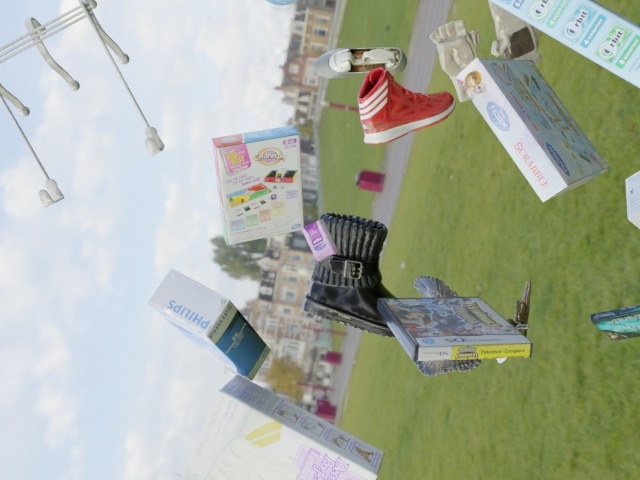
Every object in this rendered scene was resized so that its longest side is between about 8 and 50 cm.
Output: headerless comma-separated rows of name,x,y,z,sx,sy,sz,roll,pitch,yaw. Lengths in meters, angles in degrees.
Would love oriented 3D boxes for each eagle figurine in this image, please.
eagle figurine,0.367,0.221,1.704,0.225,0.298,0.226,75,-156,-46

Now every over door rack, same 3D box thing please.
over door rack,-0.449,-0.250,1.238,0.324,0.239,0.108,64,-174,1

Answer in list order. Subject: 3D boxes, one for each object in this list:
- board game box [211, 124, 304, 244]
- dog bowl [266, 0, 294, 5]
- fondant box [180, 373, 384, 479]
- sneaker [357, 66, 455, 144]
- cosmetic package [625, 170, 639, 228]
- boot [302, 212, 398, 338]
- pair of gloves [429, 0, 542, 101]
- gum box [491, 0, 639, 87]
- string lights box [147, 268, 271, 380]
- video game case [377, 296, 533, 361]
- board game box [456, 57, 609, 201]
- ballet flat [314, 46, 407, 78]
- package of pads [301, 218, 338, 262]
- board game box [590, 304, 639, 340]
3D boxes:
board game box,-0.172,-0.156,1.949,0.064,0.242,0.317,-123,26,-53
dog bowl,-0.050,-0.638,1.402,0.165,0.074,0.298,3,-77,-43
fondant box,-0.078,0.441,1.292,0.238,0.330,0.096,-66,-8,13
sneaker,0.163,-0.273,1.278,0.221,0.087,0.128,-31,-64,-31
cosmetic package,1.000,-0.117,1.978,0.151,0.151,0.184,-40,22,43
boot,0.138,0.088,1.666,0.131,0.347,0.260,-85,10,-83
pair of gloves,0.412,-0.479,1.680,0.204,0.240,0.042,57,-161,-20
gum box,0.228,-0.198,0.609,0.157,0.184,0.041,-28,-29,-59
string lights box,-0.193,0.160,1.235,0.077,0.133,0.260,-57,-24,-18
video game case,0.274,0.180,1.449,0.275,0.248,0.035,-123,34,-71
board game box,0.468,-0.251,1.477,0.066,0.319,0.318,-40,-14,36
ballet flat,0.085,-0.404,1.516,0.068,0.213,0.072,28,-117,-77
package of pads,0.000,0.000,1.459,0.083,0.050,0.032,65,-159,7
board game box,0.831,0.215,1.797,0.186,0.126,0.026,-21,44,43
